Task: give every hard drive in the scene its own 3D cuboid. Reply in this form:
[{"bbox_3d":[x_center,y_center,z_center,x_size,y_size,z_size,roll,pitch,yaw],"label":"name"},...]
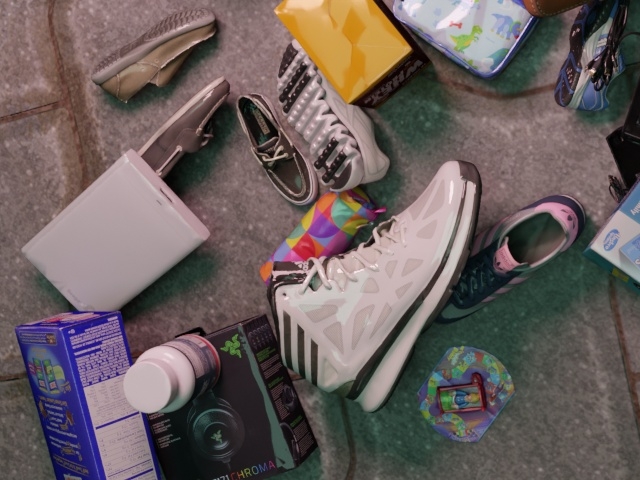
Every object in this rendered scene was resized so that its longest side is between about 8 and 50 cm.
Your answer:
[{"bbox_3d":[-0.371,0.002,1.674,0.307,0.040,0.203,-37,102,26],"label":"hard drive"}]

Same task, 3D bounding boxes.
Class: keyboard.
[{"bbox_3d":[0.504,-0.089,1.487,0.100,0.038,0.192,-22,88,-7],"label":"keyboard"},{"bbox_3d":[0.515,-0.294,1.403,0.201,0.033,0.317,21,82,0],"label":"keyboard"}]

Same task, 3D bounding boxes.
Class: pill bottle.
[{"bbox_3d":[-0.242,0.218,1.505,0.108,0.180,0.108,1,95,16],"label":"pill bottle"}]

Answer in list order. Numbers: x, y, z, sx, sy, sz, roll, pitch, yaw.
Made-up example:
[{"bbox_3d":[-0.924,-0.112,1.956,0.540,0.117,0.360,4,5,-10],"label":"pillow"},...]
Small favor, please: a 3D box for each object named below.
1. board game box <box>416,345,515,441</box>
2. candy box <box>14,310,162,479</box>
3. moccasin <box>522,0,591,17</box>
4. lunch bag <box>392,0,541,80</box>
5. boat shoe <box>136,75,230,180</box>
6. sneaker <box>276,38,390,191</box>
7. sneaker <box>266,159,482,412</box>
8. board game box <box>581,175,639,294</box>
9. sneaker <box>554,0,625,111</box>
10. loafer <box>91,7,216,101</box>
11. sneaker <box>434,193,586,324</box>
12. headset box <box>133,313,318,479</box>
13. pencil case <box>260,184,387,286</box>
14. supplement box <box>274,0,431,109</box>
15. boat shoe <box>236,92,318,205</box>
[{"bbox_3d":[0.243,0.264,1.587,0.133,0.033,0.169,36,103,9],"label":"board game box"},{"bbox_3d":[-0.412,0.290,1.649,0.268,0.122,0.317,-6,97,56],"label":"candy box"},{"bbox_3d":[0.469,-0.425,1.349,0.380,0.147,0.139,-22,128,-5],"label":"moccasin"},{"bbox_3d":[0.239,-0.379,1.498,0.219,0.090,0.176,39,101,8],"label":"lunch bag"},{"bbox_3d":[-0.262,-0.157,1.656,0.335,0.112,0.095,-39,102,21],"label":"boat shoe"},{"bbox_3d":[0.018,-0.212,1.573,0.110,0.118,0.292,-45,62,46],"label":"sneaker"},{"bbox_3d":[0.064,0.047,1.474,0.257,0.169,0.447,23,107,-8],"label":"sneaker"},{"bbox_3d":[0.611,0.015,1.401,0.336,0.079,0.254,37,87,9],"label":"board game box"},{"bbox_3d":[0.438,-0.303,1.465,0.081,0.080,0.211,17,98,-14],"label":"sneaker"},{"bbox_3d":[-0.285,-0.328,1.659,0.251,0.094,0.087,-26,122,15],"label":"loafer"},{"bbox_3d":[0.278,0.034,1.502,0.319,0.131,0.112,-40,84,20],"label":"sneaker"},{"bbox_3d":[-0.178,0.288,1.656,0.246,0.131,0.283,-21,88,16],"label":"headset box"},{"bbox_3d":[0.000,0.000,1.597,0.104,0.104,0.236,44,106,7],"label":"pencil case"},{"bbox_3d":[0.058,-0.325,1.496,0.129,0.194,0.191,-39,84,16],"label":"supplement box"},{"bbox_3d":[-0.082,-0.155,1.617,0.078,0.070,0.219,-33,86,16],"label":"boat shoe"}]
